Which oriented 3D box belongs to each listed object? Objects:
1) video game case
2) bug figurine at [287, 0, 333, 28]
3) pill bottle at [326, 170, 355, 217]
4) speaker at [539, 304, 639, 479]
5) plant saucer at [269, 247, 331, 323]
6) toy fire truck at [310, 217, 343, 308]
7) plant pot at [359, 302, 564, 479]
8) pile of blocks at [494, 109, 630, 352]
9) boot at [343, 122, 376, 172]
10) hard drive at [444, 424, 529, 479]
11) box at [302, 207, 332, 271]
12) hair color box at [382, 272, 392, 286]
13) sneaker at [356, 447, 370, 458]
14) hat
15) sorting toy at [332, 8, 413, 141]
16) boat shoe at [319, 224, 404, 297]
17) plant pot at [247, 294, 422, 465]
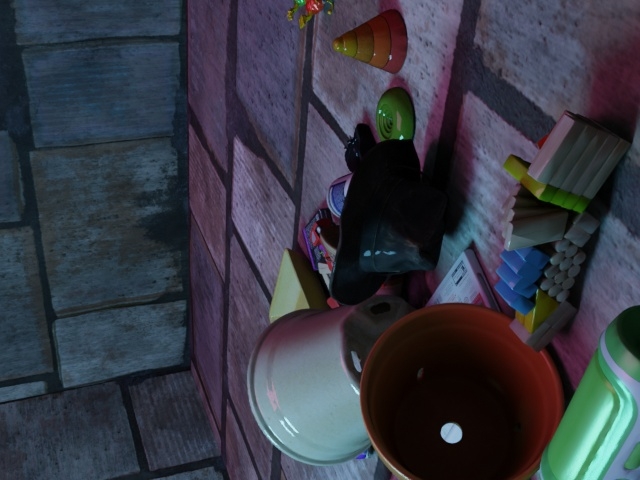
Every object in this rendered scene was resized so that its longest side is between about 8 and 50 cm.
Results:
[{"bbox_3d":[0.253,0.144,1.395,0.201,0.023,0.184,113,144,-54],"label":"video game case"},{"bbox_3d":[-0.042,-0.622,1.829,0.216,0.072,0.279,-154,53,-74],"label":"bug figurine"},{"bbox_3d":[0.082,-0.096,1.661,0.169,0.094,0.094,169,93,-71],"label":"pill bottle"},{"bbox_3d":[0.360,0.220,0.978,0.131,0.131,0.297,-119,28,-44],"label":"speaker"},{"bbox_3d":[-0.035,0.236,2.142,0.333,0.080,0.333,106,148,-49],"label":"plant saucer"},{"bbox_3d":[0.028,0.058,1.900,0.192,0.047,0.135,57,143,24],"label":"toy fire truck"},{"bbox_3d":[0.206,0.268,1.238,0.203,0.290,0.291,84,168,-60],"label":"plant pot"},{"bbox_3d":[0.279,-0.018,1.072,0.113,0.148,0.362,-124,32,-50],"label":"pile of blocks"},{"bbox_3d":[0.084,-0.175,1.699,0.099,0.045,0.121,113,151,-52],"label":"boot"},{"bbox_3d":[0.271,0.470,1.439,0.353,0.047,0.233,104,151,-47],"label":"hard drive"},{"bbox_3d":[0.000,0.000,2.025,0.162,0.029,0.116,130,128,-66],"label":"box"},{"bbox_3d":[0.113,-0.001,1.538,0.053,0.093,0.167,18,146,27],"label":"hair color box"},{"bbox_3d":[0.018,0.474,1.990,0.293,0.146,0.102,-163,66,-69],"label":"sneaker"},{"bbox_3d":[0.145,-0.015,1.374,0.133,0.331,0.332,20,125,23],"label":"hat"},{"bbox_3d":[0.094,-0.247,1.526,0.127,0.126,0.366,-170,74,-69],"label":"sorting toy"},{"bbox_3d":[0.079,0.051,1.716,0.285,0.104,0.089,-133,37,-54],"label":"boat shoe"},{"bbox_3d":[0.065,0.252,1.582,0.305,0.333,0.334,-39,61,55],"label":"plant pot"}]
